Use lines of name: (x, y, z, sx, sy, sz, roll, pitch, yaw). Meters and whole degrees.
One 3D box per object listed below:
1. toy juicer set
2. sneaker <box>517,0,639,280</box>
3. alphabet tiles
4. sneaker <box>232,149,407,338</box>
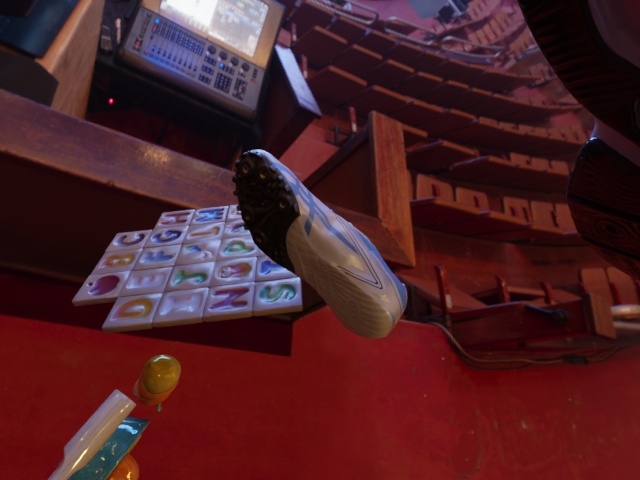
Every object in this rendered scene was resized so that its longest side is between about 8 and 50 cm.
toy juicer set: (-0.245, 0.251, 0.537, 0.089, 0.329, 0.209, 39, 79, -3)
sneaker: (0.313, -0.136, 0.301, 0.257, 0.169, 0.447, -47, 129, -4)
alphabet tiles: (-0.144, 0.016, 0.601, 0.342, 0.011, 0.285, -6, 32, -1)
sneaker: (0.000, 0.000, 0.454, 0.237, 0.085, 0.086, 48, 38, -6)
